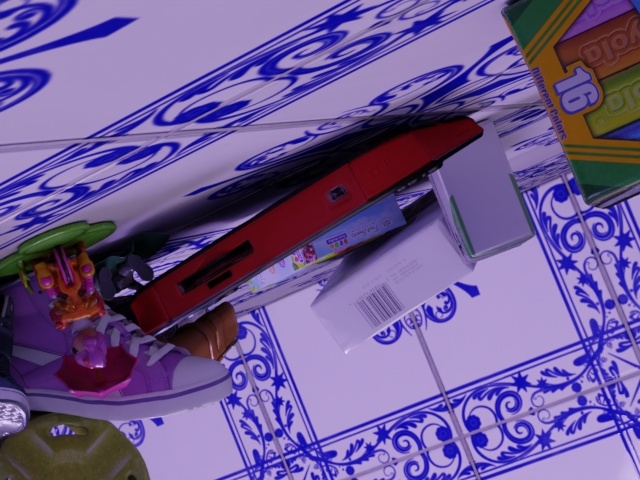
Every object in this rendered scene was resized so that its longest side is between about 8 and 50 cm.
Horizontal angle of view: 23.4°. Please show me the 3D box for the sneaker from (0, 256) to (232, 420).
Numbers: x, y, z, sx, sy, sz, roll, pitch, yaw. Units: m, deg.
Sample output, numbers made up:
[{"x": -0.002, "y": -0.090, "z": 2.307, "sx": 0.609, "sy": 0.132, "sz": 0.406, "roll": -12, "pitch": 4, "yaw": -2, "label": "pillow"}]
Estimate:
[{"x": -0.230, "y": 0.098, "z": 1.607, "sx": 0.282, "sy": 0.161, "sz": 0.102, "roll": 2, "pitch": -169, "yaw": 14, "label": "sneaker"}]

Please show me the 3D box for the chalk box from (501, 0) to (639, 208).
[{"x": 0.322, "y": -0.162, "z": 1.261, "sx": 0.289, "sy": 0.179, "sz": 0.180, "roll": -24, "pitch": 174, "yaw": 13, "label": "chalk box"}]

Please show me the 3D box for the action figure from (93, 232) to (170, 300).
[{"x": -0.250, "y": 0.050, "z": 1.794, "sx": 0.137, "sy": 0.063, "sz": 0.232, "roll": -24, "pitch": 180, "yaw": -18, "label": "action figure"}]

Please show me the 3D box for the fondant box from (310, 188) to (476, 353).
[{"x": 0.136, "y": 0.021, "z": 2.343, "sx": 0.238, "sy": 0.096, "sz": 0.330, "roll": -34, "pitch": -173, "yaw": 21, "label": "fondant box"}]

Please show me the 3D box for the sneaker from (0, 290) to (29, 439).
[{"x": -0.333, "y": 0.115, "z": 1.507, "sx": 0.086, "sy": 0.163, "sz": 0.226, "roll": 6, "pitch": 162, "yaw": -21, "label": "sneaker"}]

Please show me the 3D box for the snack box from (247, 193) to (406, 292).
[{"x": 0.000, "y": 0.000, "z": 2.314, "sx": 0.174, "sy": 0.070, "sz": 0.207, "roll": -21, "pitch": 177, "yaw": -33, "label": "snack box"}]

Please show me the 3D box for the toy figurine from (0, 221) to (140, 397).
[{"x": -0.231, "y": 0.075, "z": 1.505, "sx": 0.130, "sy": 0.159, "sz": 0.173, "roll": -21, "pitch": 175, "yaw": -13, "label": "toy figurine"}]

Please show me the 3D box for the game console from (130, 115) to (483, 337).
[{"x": -0.010, "y": -0.018, "z": 1.751, "sx": 0.387, "sy": 0.060, "sz": 0.342, "roll": -31, "pitch": 176, "yaw": 21, "label": "game console"}]

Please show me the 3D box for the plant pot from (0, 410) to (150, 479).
[{"x": -0.311, "y": 0.293, "z": 1.707, "sx": 0.276, "sy": 0.276, "sz": 0.254, "roll": -19, "pitch": 176, "yaw": -31, "label": "plant pot"}]

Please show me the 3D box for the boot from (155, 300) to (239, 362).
[{"x": -0.159, "y": 0.123, "z": 1.834, "sx": 0.152, "sy": 0.073, "sz": 0.197, "roll": -38, "pitch": 168, "yaw": -22, "label": "boot"}]

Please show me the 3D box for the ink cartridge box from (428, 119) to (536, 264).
[{"x": 0.207, "y": -0.058, "z": 2.040, "sx": 0.093, "sy": 0.160, "sz": 0.219, "roll": -21, "pitch": 175, "yaw": 0, "label": "ink cartridge box"}]

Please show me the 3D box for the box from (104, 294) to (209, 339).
[{"x": -0.321, "y": 0.130, "z": 1.923, "sx": 0.242, "sy": 0.076, "sz": 0.307, "roll": -7, "pitch": -175, "yaw": 35, "label": "box"}]
